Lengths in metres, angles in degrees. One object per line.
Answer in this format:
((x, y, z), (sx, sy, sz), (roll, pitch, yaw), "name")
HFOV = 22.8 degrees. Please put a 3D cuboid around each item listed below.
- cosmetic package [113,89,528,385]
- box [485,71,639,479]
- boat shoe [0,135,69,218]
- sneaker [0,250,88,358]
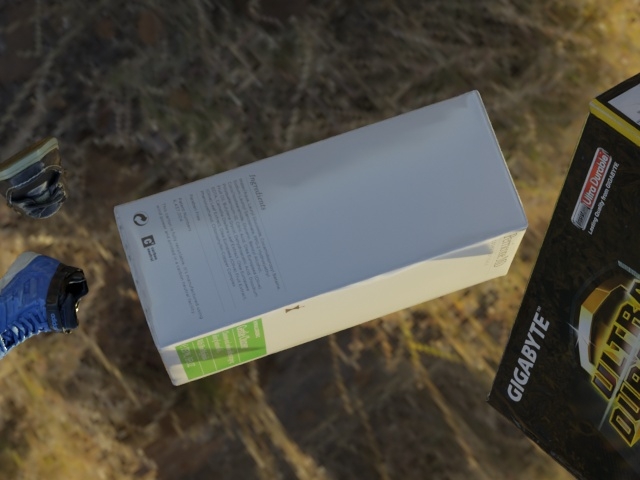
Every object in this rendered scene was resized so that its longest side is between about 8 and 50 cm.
((0.000, 0.000, 1.559), (0.366, 0.155, 0.197), (-18, 164, -4), "cosmetic package")
((0.265, 0.077, 1.127), (0.079, 0.257, 0.322), (-33, 150, -35), "box")
((-0.302, -0.060, 1.697), (0.080, 0.073, 0.223), (-30, -176, -8), "boat shoe")
((-0.282, 0.076, 1.541), (0.058, 0.085, 0.152), (86, 25, -43), "sneaker")
